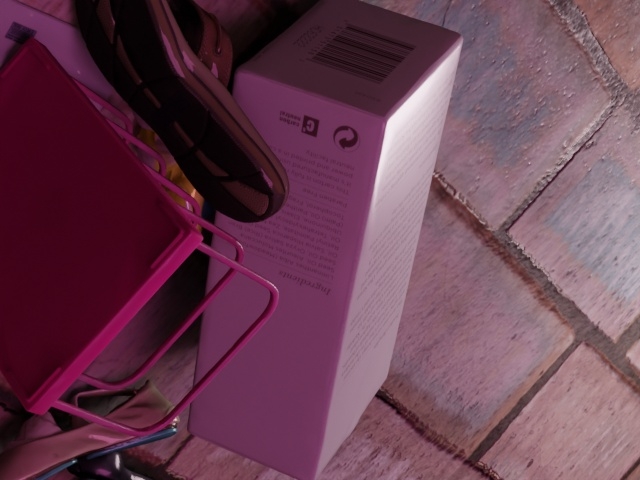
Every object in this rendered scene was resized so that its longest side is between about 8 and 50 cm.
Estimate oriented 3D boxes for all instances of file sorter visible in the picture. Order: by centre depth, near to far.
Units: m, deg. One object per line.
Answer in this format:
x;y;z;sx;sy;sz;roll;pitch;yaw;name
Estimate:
-0.205;0.006;1.386;0.202;0.291;0.182;-47;145;7;file sorter

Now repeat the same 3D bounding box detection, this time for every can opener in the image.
-0.233;0.281;1.787;0.186;0.059;0.073;37;67;-61;can opener

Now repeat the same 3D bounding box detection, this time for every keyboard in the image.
-0.277;-0.179;1.398;0.256;0.014;0.072;19;102;-49;keyboard

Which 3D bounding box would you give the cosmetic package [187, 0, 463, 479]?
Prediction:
0.000;0.000;1.618;0.230;0.161;0.453;-48;154;-53;cosmetic package

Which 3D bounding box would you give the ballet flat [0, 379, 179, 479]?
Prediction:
-0.272;0.212;1.677;0.248;0.086;0.086;-18;132;-33;ballet flat

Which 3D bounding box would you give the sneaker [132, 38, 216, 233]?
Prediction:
-0.122;-0.119;1.549;0.126;0.091;0.240;-34;142;-47;sneaker

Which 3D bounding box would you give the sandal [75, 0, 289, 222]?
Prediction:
-0.122;-0.154;1.407;0.086;0.120;0.303;-42;105;-37;sandal
